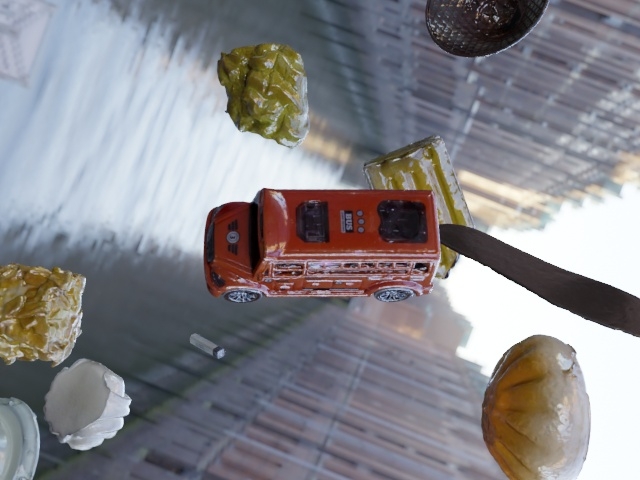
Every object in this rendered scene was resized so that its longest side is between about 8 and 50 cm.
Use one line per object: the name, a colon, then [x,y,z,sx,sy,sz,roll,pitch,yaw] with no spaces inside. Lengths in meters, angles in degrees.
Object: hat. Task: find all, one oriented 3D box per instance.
hat: [0.255,-0.333,1.740,0.082,0.193,0.193,41,68,-54]

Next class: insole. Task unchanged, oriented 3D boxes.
insole: [0.261,0.046,1.323,0.111,0.327,0.007,-17,126,-51]

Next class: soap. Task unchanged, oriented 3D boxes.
soap: [0.196,-0.052,2.239,0.080,0.160,0.258,-91,161,-77]

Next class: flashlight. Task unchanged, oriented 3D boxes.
flashlight: [-0.218,0.202,2.281,0.018,0.083,0.018,-27,127,-38]

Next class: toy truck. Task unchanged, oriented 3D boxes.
toy truck: [0.000,0.000,1.290,0.114,0.252,0.108,105,-16,-65]

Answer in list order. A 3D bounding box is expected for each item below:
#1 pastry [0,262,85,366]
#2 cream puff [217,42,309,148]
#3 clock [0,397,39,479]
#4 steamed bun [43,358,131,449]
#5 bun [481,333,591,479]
pastry: [-0.433,0.091,1.548,0.102,0.249,0.154,76,20,-53]
cream puff: [-0.077,-0.196,1.586,0.146,0.116,0.146,177,-90,-81]
clock: [-0.564,0.370,1.976,0.053,0.236,0.236,31,77,-45]
steamed bun: [-0.453,0.325,2.324,0.106,0.182,0.183,43,65,-53]
bun: [0.384,0.320,2.221,0.299,0.164,0.299,180,-90,-79]
